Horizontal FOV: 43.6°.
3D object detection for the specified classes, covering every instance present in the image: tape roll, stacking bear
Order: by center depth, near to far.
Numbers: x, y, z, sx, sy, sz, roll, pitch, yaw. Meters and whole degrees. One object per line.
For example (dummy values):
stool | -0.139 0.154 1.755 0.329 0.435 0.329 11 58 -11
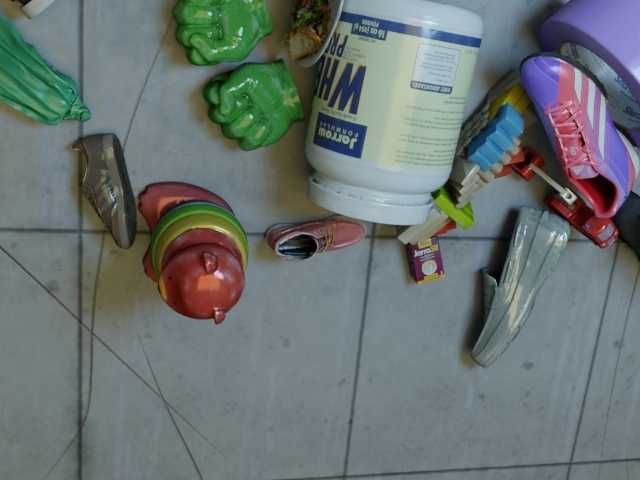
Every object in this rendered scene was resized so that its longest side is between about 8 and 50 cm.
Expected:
stacking bear | -0.186 0.028 1.210 0.164 0.289 0.175 -5 109 -13
tape roll | 0.481 -0.274 1.282 0.090 0.275 0.275 -41 113 3

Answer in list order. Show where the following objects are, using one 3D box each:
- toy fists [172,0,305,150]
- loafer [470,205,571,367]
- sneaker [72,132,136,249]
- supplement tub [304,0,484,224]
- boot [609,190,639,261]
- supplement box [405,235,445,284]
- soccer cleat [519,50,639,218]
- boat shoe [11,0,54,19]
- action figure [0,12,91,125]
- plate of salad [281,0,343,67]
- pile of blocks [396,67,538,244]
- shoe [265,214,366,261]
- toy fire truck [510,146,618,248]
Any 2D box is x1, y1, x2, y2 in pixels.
toy fists | -0.129 -0.273 1.228 0.142 0.096 0.279 -23 114 -4
loafer | 0.348 0.086 1.476 0.112 0.112 0.319 28 107 16
sneaker | -0.341 -0.076 1.269 0.071 0.066 0.188 -5 105 5
supplement tub | 0.104 -0.207 1.232 0.236 0.235 0.324 6 106 -16
boot | 0.681 0.042 1.468 0.338 0.222 0.118 29 99 -21
supplement box | 0.187 0.030 1.438 0.055 0.043 0.083 -17 111 -7
soccer cleat | 0.417 -0.169 1.292 0.318 0.109 0.116 45 58 -31
boat shoe | -0.322 -0.451 1.110 0.324 0.116 0.096 -40 116 8
action figure | -0.443 -0.244 1.176 0.232 0.063 0.137 34 96 -18
plate of salad | -0.014 -0.355 1.170 0.048 0.200 0.199 7 107 -23
pile of blocks | 0.277 -0.120 1.352 0.113 0.149 0.362 37 96 -22
shoe | 0.000 0.000 1.360 0.178 0.081 0.063 -5 109 -12
toy fire truck | 0.432 -0.074 1.413 0.047 0.192 0.135 -47 141 5
